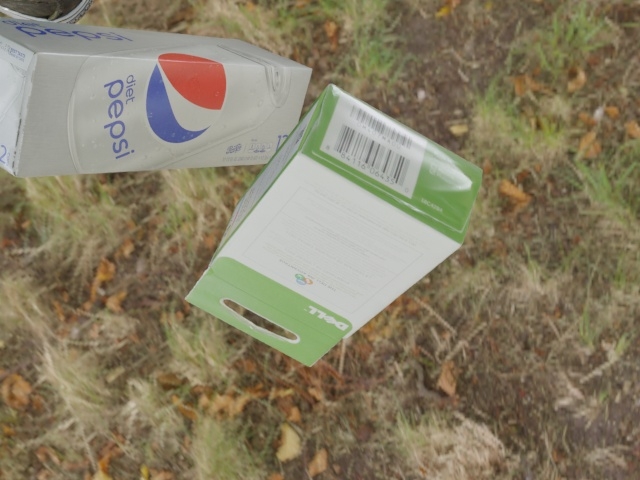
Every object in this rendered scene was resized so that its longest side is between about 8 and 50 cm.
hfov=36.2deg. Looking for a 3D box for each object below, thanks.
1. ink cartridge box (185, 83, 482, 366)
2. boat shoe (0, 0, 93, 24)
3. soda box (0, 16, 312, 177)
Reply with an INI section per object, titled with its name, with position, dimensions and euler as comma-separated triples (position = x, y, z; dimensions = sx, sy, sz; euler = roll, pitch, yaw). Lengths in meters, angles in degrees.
[ink cartridge box]
position = 0.000, 0.000, 0.638
dimensions = 0.109, 0.209, 0.062
euler = 28, 54, -11
[boat shoe]
position = -0.338, -0.262, 0.800
dimensions = 0.306, 0.105, 0.113
euler = 28, 90, 0
[soda box]
position = -0.139, -0.113, 0.777
dimensions = 0.098, 0.091, 0.286
euler = 29, 23, 34
